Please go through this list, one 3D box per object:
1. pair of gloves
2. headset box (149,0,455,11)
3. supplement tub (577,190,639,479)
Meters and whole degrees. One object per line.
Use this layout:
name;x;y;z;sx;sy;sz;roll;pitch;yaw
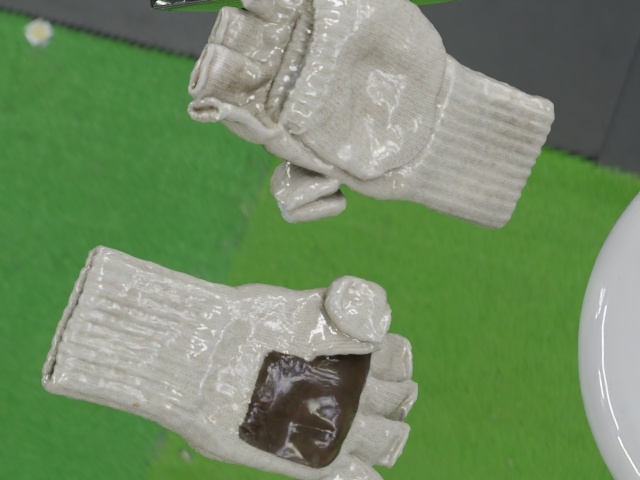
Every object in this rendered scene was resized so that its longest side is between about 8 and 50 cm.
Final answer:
pair of gloves;0.000;0.000;0.944;0.042;0.204;0.240;30;92;55
headset box;-0.001;-0.266;1.194;0.131;0.283;0.246;-5;92;28
supplement tub;0.276;0.056;1.037;0.228;0.316;0.228;0;89;21
